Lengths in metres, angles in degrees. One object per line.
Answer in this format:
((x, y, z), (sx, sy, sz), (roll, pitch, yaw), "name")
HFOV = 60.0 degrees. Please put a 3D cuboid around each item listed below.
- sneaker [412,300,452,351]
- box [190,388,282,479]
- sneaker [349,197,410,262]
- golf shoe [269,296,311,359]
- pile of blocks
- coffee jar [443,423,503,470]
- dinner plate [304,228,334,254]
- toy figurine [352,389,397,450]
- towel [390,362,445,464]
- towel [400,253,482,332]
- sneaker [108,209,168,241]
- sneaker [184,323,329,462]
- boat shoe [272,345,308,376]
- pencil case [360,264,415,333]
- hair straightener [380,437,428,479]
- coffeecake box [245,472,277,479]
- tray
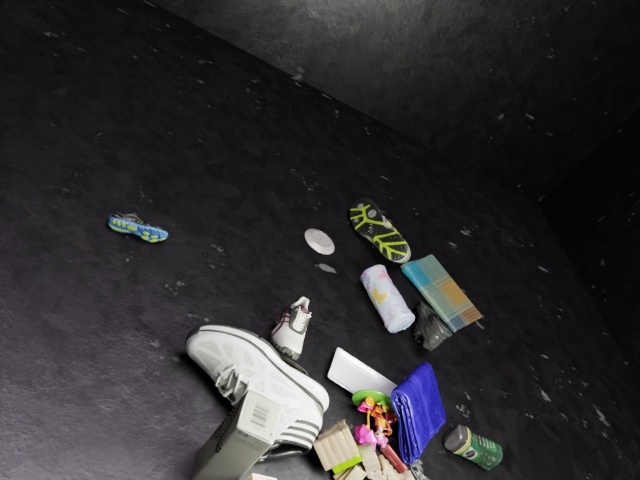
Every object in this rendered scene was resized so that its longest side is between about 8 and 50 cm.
((0.410, 0.332, 2.182), (0.109, 0.130, 0.286), (37, 10, -12), "sneaker")
((-0.198, 0.475, 1.294), (0.094, 0.275, 0.113), (30, 33, -11), "box")
((0.262, -0.034, 2.497), (0.384, 0.145, 0.147), (56, 7, 30), "sneaker")
((-0.087, 0.266, 1.730), (0.105, 0.120, 0.273), (33, 15, -13), "golf shoe")
((0.127, 0.645, 1.560), (0.362, 0.149, 0.112), (41, 1, -6), "pile of blocks")
((0.506, 0.687, 1.848), (0.184, 0.096, 0.079), (30, 31, -11), "coffee jar")
((0.000, 0.000, 2.288), (0.141, 0.017, 0.141), (25, 34, -18), "dinner plate")
((0.165, 0.564, 1.679), (0.173, 0.130, 0.159), (27, 46, -10), "toy figurine")
((0.318, 0.532, 1.749), (0.308, 0.076, 0.227), (-13, 94, -63), "towel")
((0.541, 0.232, 2.486), (0.272, 0.040, 0.370), (-12, 59, -48), "towel")
((-0.577, -0.052, 1.774), (0.188, 0.067, 0.078), (19, 43, -20), "sneaker")
((-0.186, 0.410, 1.467), (0.448, 0.169, 0.257), (33, 30, -7), "sneaker")
((-0.165, 0.352, 1.639), (0.285, 0.092, 0.102), (33, 34, -6), "boat shoe")
((0.261, 0.224, 2.168), (0.124, 0.113, 0.273), (11, 41, -47), "pencil case")
((0.283, 0.692, 1.680), (0.230, 0.047, 0.089), (46, 35, 13), "hair straightener")
((-0.159, 0.646, 1.243), (0.068, 0.142, 0.185), (23, 36, -21), "coffeecake box")
((0.145, 0.477, 1.830), (0.270, 0.030, 0.145), (34, 33, -5), "tray")
